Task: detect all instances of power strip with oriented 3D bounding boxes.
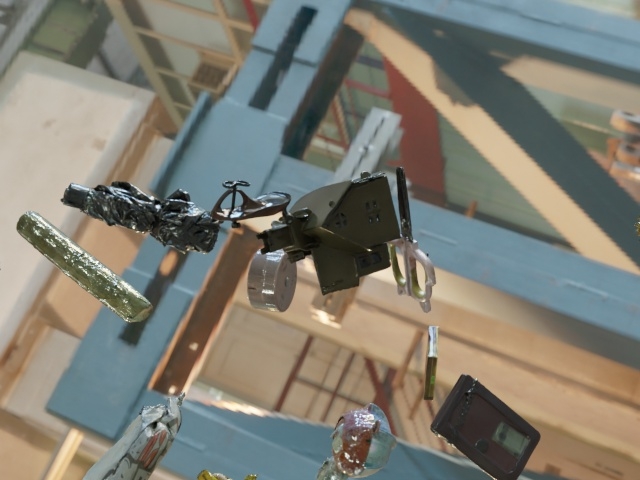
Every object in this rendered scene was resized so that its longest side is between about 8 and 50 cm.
[{"bbox_3d":[-0.113,0.095,2.320,0.154,0.078,0.154,5,-90,-71],"label":"power strip"}]

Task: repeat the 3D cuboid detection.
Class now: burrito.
[{"bbox_3d":[-0.396,0.461,1.863,0.445,0.101,0.139,-51,13,-24],"label":"burrito"}]

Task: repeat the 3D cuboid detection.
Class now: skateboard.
[{"bbox_3d":[-0.116,-0.065,1.635,0.151,0.067,0.080,-9,-64,-36],"label":"skateboard"}]

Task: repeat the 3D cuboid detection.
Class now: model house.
[{"bbox_3d":[0.000,0.000,1.824,0.243,0.211,0.204,-16,-90,-31],"label":"model house"}]

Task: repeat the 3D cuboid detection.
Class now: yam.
[{"bbox_3d":[-0.541,0.062,2.207,0.083,0.371,0.083,-49,-13,-16],"label":"yam"}]

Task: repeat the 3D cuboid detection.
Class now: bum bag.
[{"bbox_3d":[0.250,0.289,1.465,0.109,0.159,0.026,-52,4,-22],"label":"bum bag"}]

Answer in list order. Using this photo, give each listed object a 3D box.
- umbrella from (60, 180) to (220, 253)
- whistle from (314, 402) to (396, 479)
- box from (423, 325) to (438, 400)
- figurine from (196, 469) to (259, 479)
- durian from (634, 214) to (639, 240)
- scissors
[{"bbox_3d":[-0.377,-0.067,2.082,0.154,0.337,0.128,-70,-2,-82],"label":"umbrella"},{"bbox_3d":[0.065,0.455,2.066,0.346,0.134,0.142,122,138,-53],"label":"whistle"},{"bbox_3d":[0.227,0.253,1.987,0.090,0.023,0.133,-83,-6,-49],"label":"box"},{"bbox_3d":[-0.165,0.526,1.904,0.246,0.131,0.156,44,-114,-48],"label":"figurine"},{"bbox_3d":[0.589,-0.032,1.512,0.168,0.158,0.136,-22,-65,-36],"label":"durian"},{"bbox_3d":[0.174,-0.005,1.911,0.024,0.160,0.317,-24,-55,-24],"label":"scissors"}]
